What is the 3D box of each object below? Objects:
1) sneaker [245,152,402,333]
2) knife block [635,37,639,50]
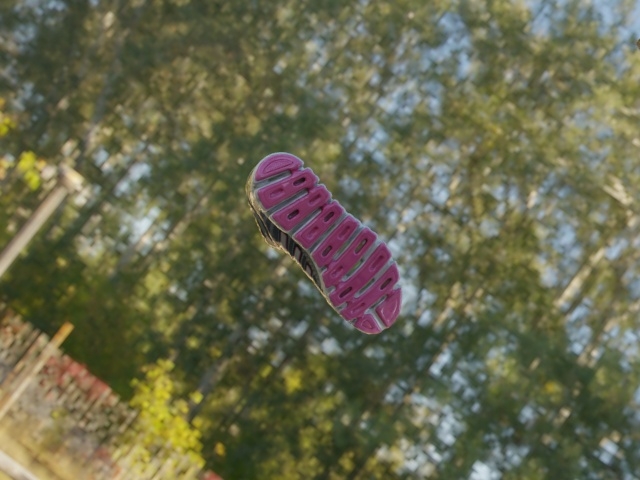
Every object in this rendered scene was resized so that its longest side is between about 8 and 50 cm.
[{"bbox_3d":[0.000,0.000,0.949,0.170,0.063,0.075,49,-10,-18],"label":"sneaker"},{"bbox_3d":[0.391,-0.206,1.002,0.088,0.242,0.275,53,-30,8],"label":"knife block"}]
